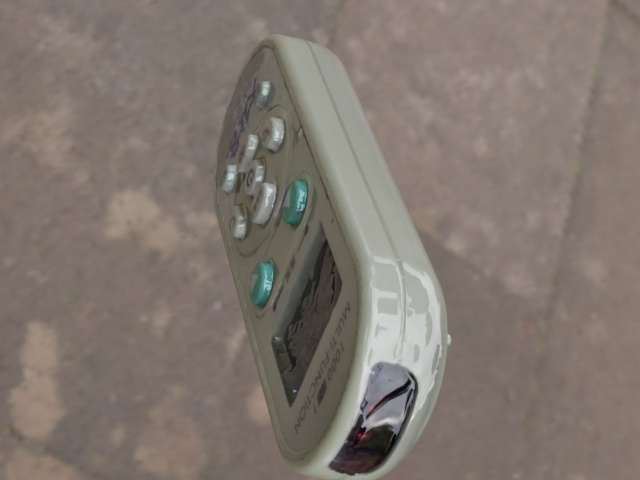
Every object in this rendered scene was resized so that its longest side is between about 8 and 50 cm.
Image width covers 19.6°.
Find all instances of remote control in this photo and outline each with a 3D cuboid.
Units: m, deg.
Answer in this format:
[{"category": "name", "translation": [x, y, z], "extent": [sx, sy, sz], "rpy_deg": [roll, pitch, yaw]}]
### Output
[{"category": "remote control", "translation": [0.000, 0.000, 0.636], "extent": [0.042, 0.078, 0.221], "rpy_deg": [13, 27, -21]}]
